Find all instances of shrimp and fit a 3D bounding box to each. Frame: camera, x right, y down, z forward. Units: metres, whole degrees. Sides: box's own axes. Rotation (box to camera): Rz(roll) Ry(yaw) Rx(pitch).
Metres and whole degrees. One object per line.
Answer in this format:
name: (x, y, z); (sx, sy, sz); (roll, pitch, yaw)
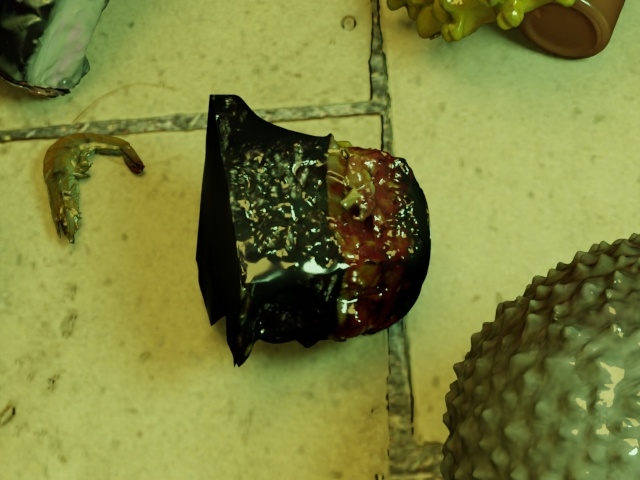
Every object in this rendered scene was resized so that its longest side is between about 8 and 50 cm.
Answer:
shrimp: (-0.181, -0.046, 1.485); (0.083, 0.023, 0.114); (-7, 51, 0)

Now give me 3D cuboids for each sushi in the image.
sushi: (0.000, 0.000, 1.354); (0.150, 0.153, 0.172); (0, 31, -13)

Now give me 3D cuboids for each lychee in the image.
lychee: (0.204, 0.133, 1.143); (0.300, 0.300, 0.300); (-4, 55, 6)

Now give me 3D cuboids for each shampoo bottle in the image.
shampoo bottle: (0.235, -0.263, 1.535); (0.085, 0.085, 0.244); (14, 60, 18)

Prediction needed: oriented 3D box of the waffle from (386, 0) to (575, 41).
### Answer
waffle: (0.168, -0.267, 1.476); (0.293, 0.069, 0.260); (-2, 50, 54)

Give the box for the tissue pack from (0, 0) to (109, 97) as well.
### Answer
tissue pack: (-0.292, -0.292, 1.570); (0.332, 0.123, 0.245); (33, 110, 28)
